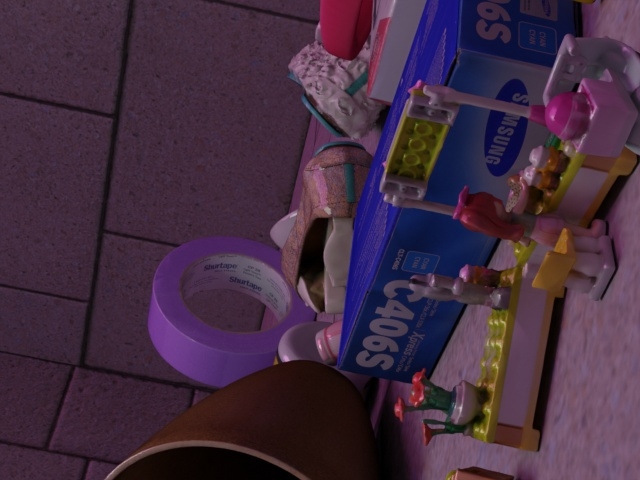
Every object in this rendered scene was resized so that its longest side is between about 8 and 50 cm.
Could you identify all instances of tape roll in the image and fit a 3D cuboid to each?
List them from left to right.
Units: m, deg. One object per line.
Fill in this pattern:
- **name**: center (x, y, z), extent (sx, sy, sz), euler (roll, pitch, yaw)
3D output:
- **tape roll**: center (-0.148, 0.116, 1.981), extent (0.275, 0.275, 0.090), euler (-84, 7, -50)

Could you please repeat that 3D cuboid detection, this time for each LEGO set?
- **LEGO set**: center (0.075, 0.024, 0.592), extent (0.132, 0.107, 0.287), euler (-87, 10, -60)

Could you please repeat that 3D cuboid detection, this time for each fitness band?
- **fitness band**: center (0.054, -0.315, 1.194), extent (0.209, 0.054, 0.291), euler (103, -173, -53)

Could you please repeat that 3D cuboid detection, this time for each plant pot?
- **plant pot**: center (-0.044, 0.210, 1.015), extent (0.254, 0.237, 0.237), euler (-58, -16, -64)

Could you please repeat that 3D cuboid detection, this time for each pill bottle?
- **pill bottle**: center (-0.010, 0.184, 1.233), extent (0.103, 0.103, 0.184), euler (-87, 10, -60)

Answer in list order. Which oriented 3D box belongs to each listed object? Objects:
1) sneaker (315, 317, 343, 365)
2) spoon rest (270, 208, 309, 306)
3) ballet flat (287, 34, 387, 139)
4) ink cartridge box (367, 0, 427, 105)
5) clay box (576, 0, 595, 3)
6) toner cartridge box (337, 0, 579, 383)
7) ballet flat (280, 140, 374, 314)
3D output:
- **sneaker**: center (0.051, 0.084, 1.132), extent (0.051, 0.070, 0.134), euler (65, -158, 5)
- **spoon rest**: center (0.000, 0.000, 1.499), extent (0.276, 0.137, 0.084), euler (99, 153, -67)
- **ballet flat**: center (0.044, -0.226, 1.645), extent (0.409, 0.147, 0.147), euler (-109, 31, -75)
- **ink cartridge box**: center (0.101, -0.228, 0.996), extent (0.218, 0.092, 0.158), euler (-81, 5, -53)
- **clay box**: center (0.157, -0.243, 0.598), extent (0.222, 0.053, 0.127), euler (108, 172, -57)
- **toner cartridge box**: center (0.087, -0.057, 0.841), extent (0.348, 0.075, 0.165), euler (107, 172, -52)
- **ballet flat**: center (0.012, 0.019, 1.314), extent (0.316, 0.108, 0.106), euler (90, 172, -59)
